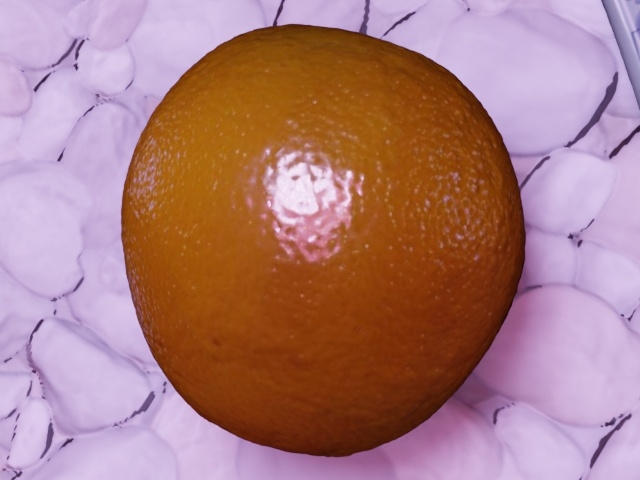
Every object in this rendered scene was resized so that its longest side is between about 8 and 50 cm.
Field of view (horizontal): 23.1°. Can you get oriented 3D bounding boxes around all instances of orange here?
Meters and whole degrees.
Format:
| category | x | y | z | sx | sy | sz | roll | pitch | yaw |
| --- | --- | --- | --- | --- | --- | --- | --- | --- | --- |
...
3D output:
| category | x | y | z | sx | sy | sz | roll | pitch | yaw |
| --- | --- | --- | --- | --- | --- | --- | --- | --- | --- |
| orange | 0.000 | 0.000 | 0.745 | 0.206 | 0.206 | 0.206 | -3 | 78 | 15 |

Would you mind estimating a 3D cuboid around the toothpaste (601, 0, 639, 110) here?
| category | x | y | z | sx | sy | sz | roll | pitch | yaw |
| --- | --- | --- | --- | --- | --- | --- | --- | --- | --- |
| toothpaste | 0.172 | -0.105 | 0.795 | 0.062 | 0.039 | 0.239 | -16 | 73 | 7 |
